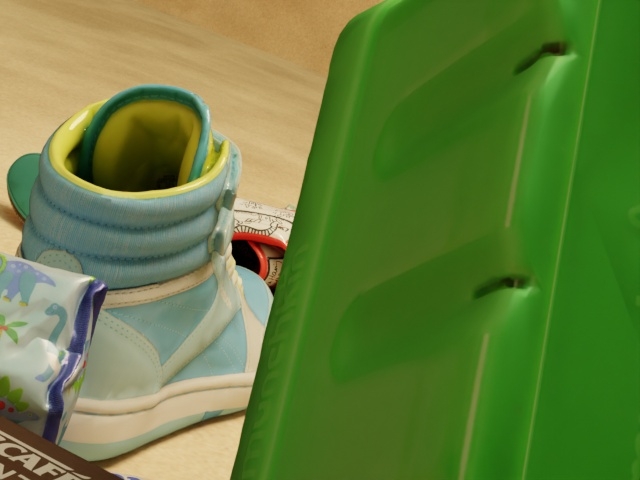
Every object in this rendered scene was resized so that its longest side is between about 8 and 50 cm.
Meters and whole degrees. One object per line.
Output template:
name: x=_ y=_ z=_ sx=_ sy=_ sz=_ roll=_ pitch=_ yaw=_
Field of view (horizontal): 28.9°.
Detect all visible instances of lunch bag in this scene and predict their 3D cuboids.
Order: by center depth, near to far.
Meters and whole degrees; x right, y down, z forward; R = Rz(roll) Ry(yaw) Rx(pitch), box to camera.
lunch bag: x=-0.181 y=0.065 z=0.595 sx=0.128 sy=0.151 sz=0.096 roll=19 pitch=50 yaw=-6

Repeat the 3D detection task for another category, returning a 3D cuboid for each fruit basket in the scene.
fruit basket: x=0.102 y=0.097 z=0.529 sx=0.283 sy=0.392 sz=0.392 roll=17 pitch=13 yaw=-8

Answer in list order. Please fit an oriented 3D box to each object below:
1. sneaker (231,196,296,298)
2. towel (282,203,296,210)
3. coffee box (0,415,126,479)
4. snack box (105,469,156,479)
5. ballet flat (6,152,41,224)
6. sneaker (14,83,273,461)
sneaker: x=-0.002 y=0.023 z=1.089 sx=0.270 sy=0.090 sz=0.145 roll=11 pitch=17 yaw=-17
towel: x=0.000 y=0.000 z=1.319 sx=0.113 sy=0.023 sz=0.152 roll=18 pitch=13 yaw=2
coffee box: x=-0.172 y=0.133 z=0.392 sx=0.141 sy=0.098 sz=0.246 roll=23 pitch=14 yaw=18
snack box: x=-0.079 y=0.140 z=0.560 sx=0.178 sy=0.064 sz=0.022 roll=15 pitch=12 yaw=-15
ballet flat: x=-0.195 y=-0.013 z=1.057 sx=0.206 sy=0.073 sz=0.067 roll=34 pitch=-7 yaw=40
sneaker: x=-0.084 y=0.004 z=0.791 sx=0.127 sy=0.208 sz=0.319 roll=20 pitch=13 yaw=14
